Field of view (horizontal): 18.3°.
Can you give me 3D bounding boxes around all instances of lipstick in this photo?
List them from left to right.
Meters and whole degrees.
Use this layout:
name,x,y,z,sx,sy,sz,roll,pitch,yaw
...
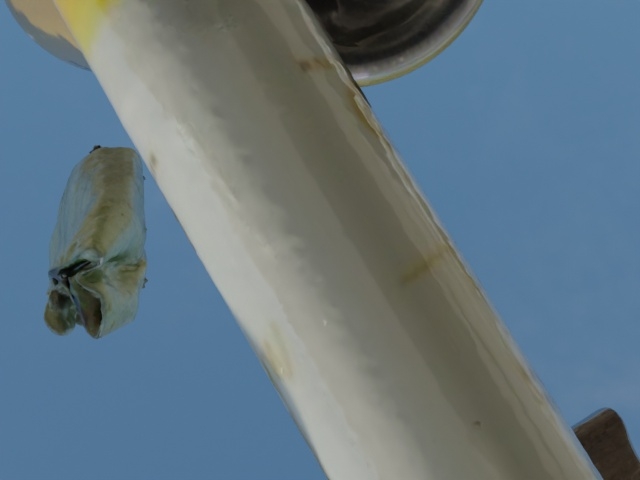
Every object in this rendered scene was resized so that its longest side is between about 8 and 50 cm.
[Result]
name,x,y,z,sx,sy,sz,roll,pitch,yaw
lipstick,0.000,0.000,0.492,0.059,0.059,0.264,-20,-112,-26

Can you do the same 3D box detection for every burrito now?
name,x,y,z,sx,sy,sz,roll,pitch,yaw
burrito,-0.097,0.009,0.857,0.044,0.074,0.118,16,-159,-14

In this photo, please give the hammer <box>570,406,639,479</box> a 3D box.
name,x,y,z,sx,sy,sz,roll,pitch,yaw
hammer,0.041,0.199,1.050,0.409,0.095,0.242,-24,-100,-42

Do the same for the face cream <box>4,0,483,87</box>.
name,x,y,z,sx,sy,sz,roll,pitch,yaw
face cream,-0.053,-0.111,0.733,0.105,0.105,0.348,-13,-170,-19
